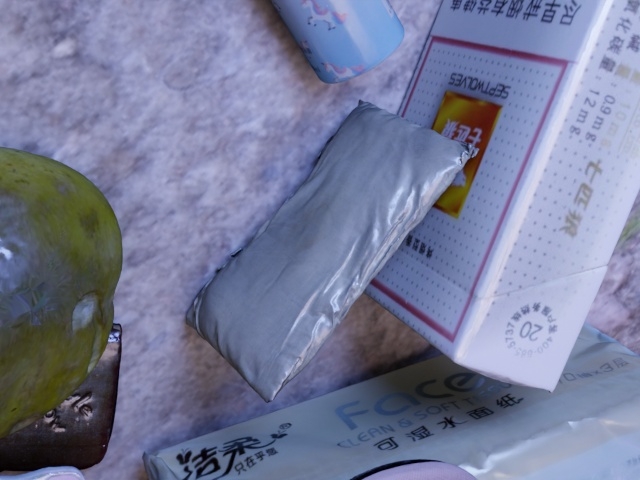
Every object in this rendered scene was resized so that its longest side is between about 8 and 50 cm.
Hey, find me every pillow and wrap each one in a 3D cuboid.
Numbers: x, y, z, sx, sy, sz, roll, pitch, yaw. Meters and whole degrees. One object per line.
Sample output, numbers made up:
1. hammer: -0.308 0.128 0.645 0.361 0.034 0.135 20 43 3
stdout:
1. pillow: 0.000 0.000 0.770 0.050 0.148 0.229 36 91 -39

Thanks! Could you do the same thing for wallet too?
1. wallet: -0.260 0.113 0.759 0.232 0.031 0.121 4 102 -24

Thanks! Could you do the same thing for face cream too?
1. face cream: -0.025 -0.221 0.733 0.075 0.075 0.229 -38 115 -8

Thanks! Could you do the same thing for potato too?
1. potato: -0.233 0.036 0.662 0.228 0.149 0.197 3 77 -42

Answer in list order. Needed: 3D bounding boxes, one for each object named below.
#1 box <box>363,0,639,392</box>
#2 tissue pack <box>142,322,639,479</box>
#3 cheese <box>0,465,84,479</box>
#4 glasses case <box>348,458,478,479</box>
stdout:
1. box: 0.143 -0.085 0.769 0.095 0.210 0.330 19 97 -25
2. tissue pack: 0.093 0.281 0.860 0.405 0.205 0.331 -16 111 -18
3. cheese: -0.276 0.185 0.719 0.228 0.064 0.137 -2 102 -20
4. glasses case: 0.059 0.294 0.697 0.122 0.075 0.314 -7 103 -21
